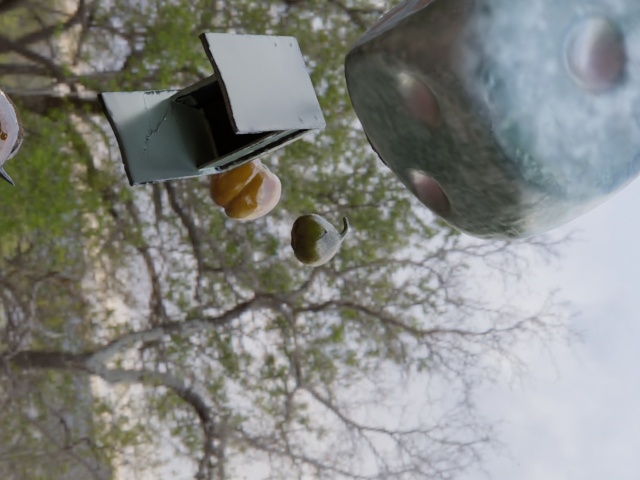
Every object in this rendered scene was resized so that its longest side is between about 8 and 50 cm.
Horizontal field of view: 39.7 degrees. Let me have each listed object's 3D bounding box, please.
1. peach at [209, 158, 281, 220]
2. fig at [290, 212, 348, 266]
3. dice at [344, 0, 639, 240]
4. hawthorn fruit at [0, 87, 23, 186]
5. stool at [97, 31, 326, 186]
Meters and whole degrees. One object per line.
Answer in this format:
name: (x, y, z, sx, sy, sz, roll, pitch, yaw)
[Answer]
peach: (-0.151, -0.104, 1.744, 0.138, 0.138, 0.138, 173, -90, -70)
fig: (0.000, 0.000, 1.456, 0.082, 0.098, 0.084, 104, -18, -64)
dice: (0.254, -0.216, 1.191, 0.330, 0.328, 0.348, 54, -15, -14)
hawthorn fruit: (-0.682, -0.202, 1.643, 0.301, 0.268, 0.267, 44, 7, -38)
stool: (-0.174, -0.218, 1.483, 0.244, 0.270, 0.170, -21, -92, 33)
